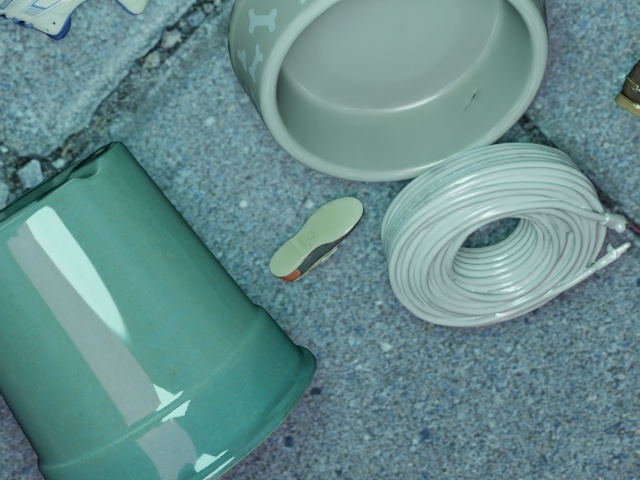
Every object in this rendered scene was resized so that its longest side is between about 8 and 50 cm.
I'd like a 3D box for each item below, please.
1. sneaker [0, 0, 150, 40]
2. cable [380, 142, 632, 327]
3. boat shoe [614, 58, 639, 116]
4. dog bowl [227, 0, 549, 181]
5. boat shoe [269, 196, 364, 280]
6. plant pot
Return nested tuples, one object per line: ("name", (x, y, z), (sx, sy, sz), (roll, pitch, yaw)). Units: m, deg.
("sneaker", (-0.326, -0.269, 1.422), (0.297, 0.112, 0.131), (-12, 112, 2))
("cable", (0.196, -0.006, 1.519), (0.257, 0.089, 0.257), (-38, 134, 24))
("boat shoe", (0.446, -0.148, 1.532), (0.207, 0.073, 0.073), (23, 111, -12))
("dog bowl", (0.080, -0.198, 1.403), (0.349, 0.102, 0.348), (-7, 140, -6))
("boat shoe", (0.000, 0.000, 1.584), (0.137, 0.049, 0.043), (-41, 150, 10))
("plant pot", (-0.234, 0.092, 1.473), (0.341, 0.341, 0.334), (-31, 102, 9))
